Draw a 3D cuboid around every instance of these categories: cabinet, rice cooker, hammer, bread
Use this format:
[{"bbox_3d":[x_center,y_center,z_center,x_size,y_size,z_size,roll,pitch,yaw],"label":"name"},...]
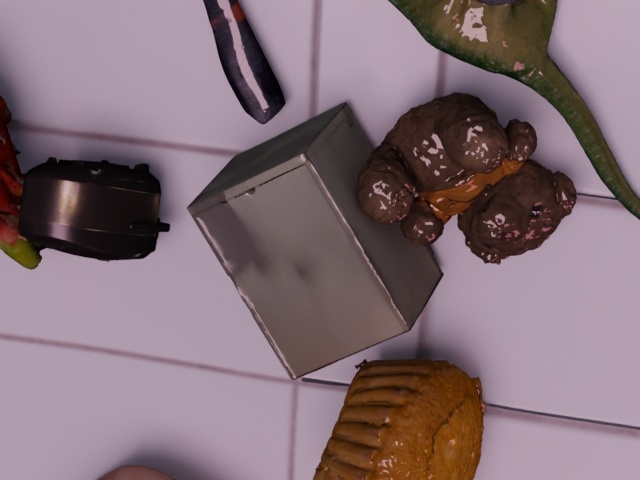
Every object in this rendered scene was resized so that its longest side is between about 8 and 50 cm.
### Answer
[{"bbox_3d":[0.000,0.000,1.904,0.145,0.150,0.206,-24,104,26],"label":"cabinet"},{"bbox_3d":[-0.232,-0.032,1.948,0.112,0.165,0.106,7,98,40],"label":"rice cooker"},{"bbox_3d":[-0.100,-0.254,1.891,0.137,0.037,0.290,-18,105,21],"label":"hammer"},{"bbox_3d":[0.075,0.230,1.937,0.139,0.240,0.240,17,115,18],"label":"bread"}]

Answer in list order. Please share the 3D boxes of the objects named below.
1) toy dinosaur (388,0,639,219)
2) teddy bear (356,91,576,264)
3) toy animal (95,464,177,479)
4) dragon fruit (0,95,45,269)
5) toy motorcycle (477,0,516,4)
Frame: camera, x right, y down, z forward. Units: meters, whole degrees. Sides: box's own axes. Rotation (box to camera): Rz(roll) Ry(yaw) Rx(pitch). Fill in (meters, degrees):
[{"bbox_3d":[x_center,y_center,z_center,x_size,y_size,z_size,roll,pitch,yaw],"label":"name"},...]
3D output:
[{"bbox_3d":[0.155,-0.170,1.855,0.447,0.087,0.301,13,133,14],"label":"toy dinosaur"},{"bbox_3d":[0.152,-0.059,1.858,0.177,0.140,0.190,-36,113,29],"label":"teddy bear"},{"bbox_3d":[-0.177,0.366,2.073,0.256,0.195,0.213,35,123,-4],"label":"toy animal"},{"bbox_3d":[-0.386,-0.092,1.966,0.198,0.200,0.269,-35,139,17],"label":"dragon fruit"},{"bbox_3d":[0.117,-0.387,1.712,0.340,0.108,0.223,46,105,16],"label":"toy motorcycle"}]
